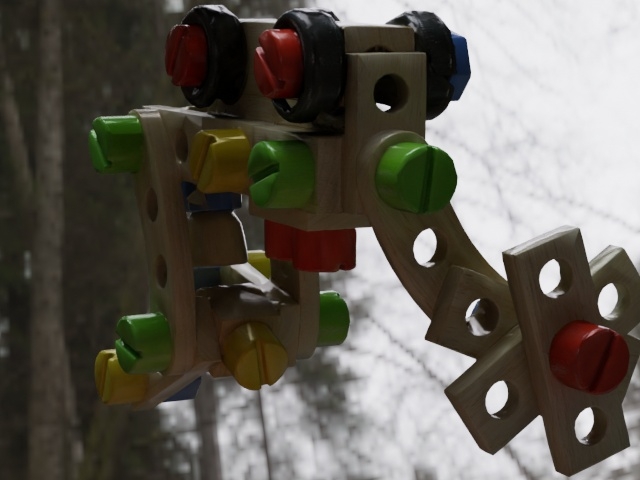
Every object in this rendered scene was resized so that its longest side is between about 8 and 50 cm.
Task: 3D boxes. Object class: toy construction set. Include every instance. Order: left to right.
[{"bbox_3d":[0.000,0.000,0.892,0.151,0.327,0.215,-6,-80,-41],"label":"toy construction set"}]
